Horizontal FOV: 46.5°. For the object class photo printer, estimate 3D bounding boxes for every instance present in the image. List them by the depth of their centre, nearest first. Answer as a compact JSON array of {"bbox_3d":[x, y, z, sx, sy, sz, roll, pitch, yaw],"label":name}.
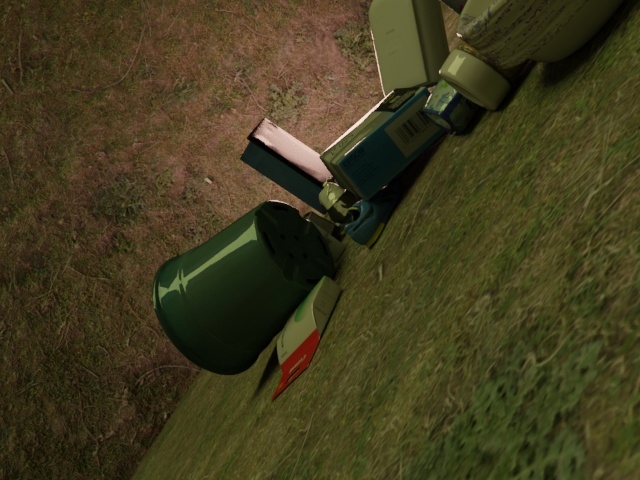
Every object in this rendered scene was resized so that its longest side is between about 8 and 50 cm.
[{"bbox_3d":[0.239,-0.561,2.035,0.107,0.307,0.256,-13,5,-23],"label":"photo printer"}]

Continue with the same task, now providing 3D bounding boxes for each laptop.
[{"bbox_3d":[-0.104,-0.211,2.560,0.236,0.382,0.408,-55,7,22],"label":"laptop"}]

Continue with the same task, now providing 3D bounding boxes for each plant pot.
[{"bbox_3d":[-0.165,0.095,1.791,0.334,0.341,0.341,-38,15,29],"label":"plant pot"}]

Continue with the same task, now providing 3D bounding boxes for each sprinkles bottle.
[{"bbox_3d":[0.350,-0.397,1.259,0.355,0.121,0.121,-55,6,8],"label":"sprinkles bottle"}]

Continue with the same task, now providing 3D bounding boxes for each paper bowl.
[{"bbox_3d":[0.335,-0.371,1.059,0.284,0.148,0.284,-55,10,15],"label":"paper bowl"}]

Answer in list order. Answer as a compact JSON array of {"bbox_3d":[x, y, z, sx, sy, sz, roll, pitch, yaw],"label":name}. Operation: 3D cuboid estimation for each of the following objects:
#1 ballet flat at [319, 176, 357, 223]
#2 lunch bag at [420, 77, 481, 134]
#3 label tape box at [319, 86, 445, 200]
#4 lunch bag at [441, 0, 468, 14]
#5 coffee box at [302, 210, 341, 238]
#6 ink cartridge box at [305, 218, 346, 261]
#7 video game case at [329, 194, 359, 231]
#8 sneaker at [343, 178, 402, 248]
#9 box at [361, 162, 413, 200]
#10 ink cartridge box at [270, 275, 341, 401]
[{"bbox_3d":[0.042,-0.120,2.107,0.095,0.096,0.280,-49,11,11],"label":"ballet flat"},{"bbox_3d":[0.263,-0.276,1.416,0.129,0.096,0.151,-56,-3,4],"label":"lunch bag"},{"bbox_3d":[0.127,-0.231,1.711,0.249,0.115,0.347,-42,16,-1],"label":"label tape box"},{"bbox_3d":[0.389,-0.724,1.953,0.160,0.262,0.223,-60,8,-27],"label":"lunch bag"},{"bbox_3d":[-0.051,0.052,2.051,0.246,0.098,0.141,-62,8,-5],"label":"coffee box"},{"bbox_3d":[0.000,0.000,1.905,0.052,0.122,0.088,-53,7,-2],"label":"ink cartridge box"},{"bbox_3d":[0.056,-0.058,2.224,0.183,0.023,0.201,-53,8,30],"label":"video game case"},{"bbox_3d":[0.114,-0.077,1.620,0.209,0.082,0.069,-60,5,-39],"label":"sneaker"},{"bbox_3d":[0.179,-0.191,1.854,0.159,0.044,0.233,-53,7,30],"label":"box"},{"bbox_3d":[-0.047,0.204,1.556,0.181,0.056,0.224,-51,7,45],"label":"ink cartridge box"}]
